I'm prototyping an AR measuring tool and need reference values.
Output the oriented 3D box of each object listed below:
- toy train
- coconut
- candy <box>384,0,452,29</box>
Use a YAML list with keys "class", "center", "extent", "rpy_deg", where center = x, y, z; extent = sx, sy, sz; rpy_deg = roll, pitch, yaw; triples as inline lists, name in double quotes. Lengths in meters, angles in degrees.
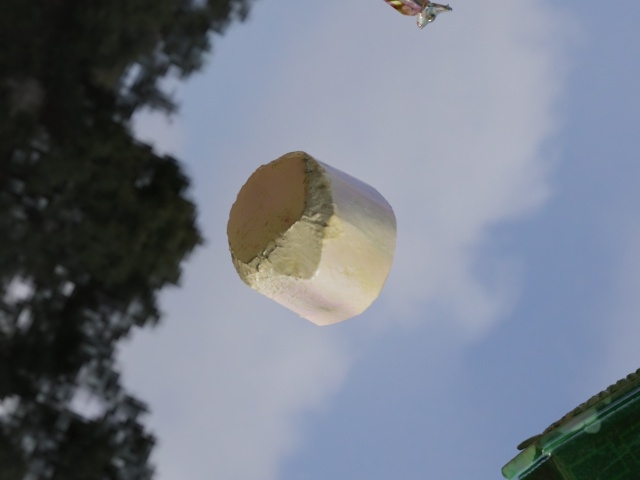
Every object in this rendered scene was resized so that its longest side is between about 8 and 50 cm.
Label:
- class: "toy train"
  center: [0.341, 0.239, 1.800]
  extent: [0.266, 0.202, 0.145]
  rpy_deg: [-28, 168, -21]
- class: "coconut"
  center: [0.000, 0.000, 1.688]
  extent: [0.147, 0.153, 0.147]
  rpy_deg: [-25, -130, 35]
- class: "candy"
  center: [0.106, -0.326, 2.316]
  extent: [0.053, 0.182, 0.046]
  rpy_deg: [-14, -121, 39]
